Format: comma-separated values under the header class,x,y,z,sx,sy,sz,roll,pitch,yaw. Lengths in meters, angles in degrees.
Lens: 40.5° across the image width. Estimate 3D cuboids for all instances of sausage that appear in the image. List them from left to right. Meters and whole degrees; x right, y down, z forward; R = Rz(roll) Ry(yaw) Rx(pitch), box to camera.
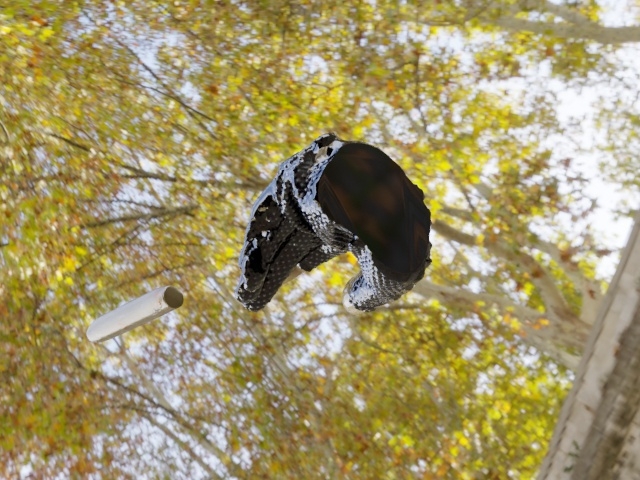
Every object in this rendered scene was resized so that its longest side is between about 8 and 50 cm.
class,x,y,z,sx,sy,sz,roll,pitch,yaw
sausage,-0.162,0.064,0.746,0.024,0.132,0.024,21,-121,-38

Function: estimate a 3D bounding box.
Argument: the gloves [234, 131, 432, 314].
class,x,y,z,sx,sy,sz,roll,pitch,yaw
gloves,-0.001,-0.003,0.662,0.129,0.180,0.106,11,-106,-28
